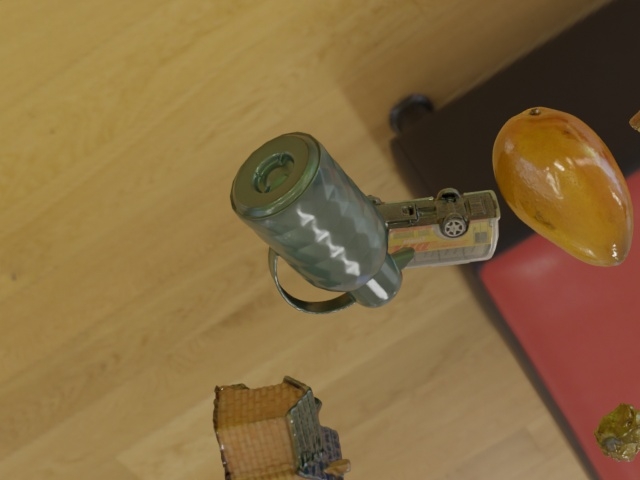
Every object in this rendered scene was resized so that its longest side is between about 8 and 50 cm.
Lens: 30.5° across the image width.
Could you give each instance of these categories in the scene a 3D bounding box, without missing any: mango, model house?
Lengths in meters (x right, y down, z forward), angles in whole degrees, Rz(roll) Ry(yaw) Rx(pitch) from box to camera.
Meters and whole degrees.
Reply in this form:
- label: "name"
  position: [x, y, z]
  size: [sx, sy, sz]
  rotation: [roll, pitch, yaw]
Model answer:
- label: "mango"
  position: [0.298, -0.063, 1.416]
  size: [0.112, 0.219, 0.145]
  rotation: [-29, 167, -39]
- label: "model house"
  position: [-0.048, 0.288, 1.656]
  size: [0.172, 0.166, 0.182]
  rotation: [-12, 117, 6]

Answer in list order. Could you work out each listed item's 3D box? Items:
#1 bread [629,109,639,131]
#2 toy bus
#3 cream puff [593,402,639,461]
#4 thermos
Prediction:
- label: "bread"
  position: [0.528, -0.195, 1.666]
  size: [0.192, 0.067, 0.119]
  rotation: [-45, 142, -3]
- label: "toy bus"
  position: [0.137, -0.011, 1.781]
  size: [0.268, 0.092, 0.106]
  rotation: [-7, 126, 3]
- label: "cream puff"
  position: [0.425, 0.275, 1.660]
  size: [0.058, 0.083, 0.083]
  rotation: [-25, 101, -53]
- label: "thermos"
  position: [0.000, 0.000, 1.591]
  size: [0.182, 0.145, 0.286]
  rotation: [-37, 130, 6]
